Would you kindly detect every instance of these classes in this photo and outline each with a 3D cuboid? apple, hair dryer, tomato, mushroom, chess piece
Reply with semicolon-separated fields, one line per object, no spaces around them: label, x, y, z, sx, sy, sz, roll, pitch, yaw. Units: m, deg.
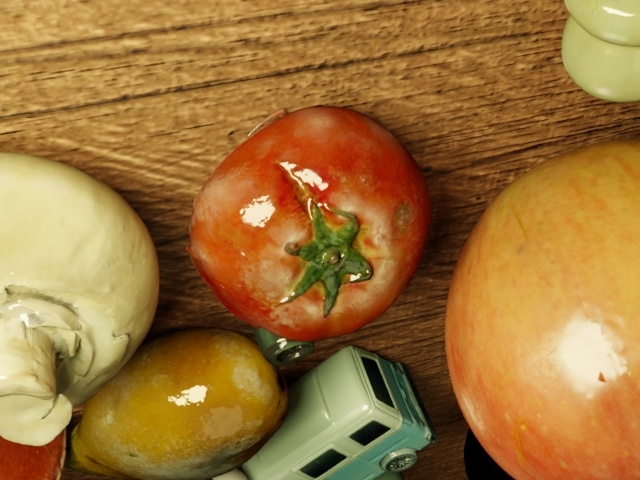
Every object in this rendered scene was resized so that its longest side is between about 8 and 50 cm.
apple;0.302;0.074;0.729;0.364;0.363;0.363;-13;141;-11
hair dryer;-0.030;0.096;0.803;0.057;0.100;0.197;-24;157;4
tomato;0.003;0.000;0.634;0.225;0.085;0.224;-11;119;-20
mushroom;-0.239;0.055;0.558;0.246;0.202;0.246;-17;134;-18
chess piece;0.241;-0.204;0.533;0.145;0.144;0.251;-21;147;0

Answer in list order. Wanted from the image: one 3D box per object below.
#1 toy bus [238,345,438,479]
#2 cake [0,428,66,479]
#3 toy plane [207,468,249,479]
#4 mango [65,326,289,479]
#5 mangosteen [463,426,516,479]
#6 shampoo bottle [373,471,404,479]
toy bus;-0.007;0.263;0.968;0.271;0.133;0.165;-39;134;17
cake;-0.405;0.239;0.729;0.158;0.159;0.262;-34;139;20
toy plane;-0.154;0.302;0.917;0.174;0.174;0.080;-39;145;21
mango;-0.168;0.200;0.809;0.316;0.146;0.193;-34;137;31
mangosteen;0.338;0.352;1.164;0.243;0.242;0.242;-13;141;-11
shampoo bottle;-0.031;0.436;1.145;0.350;0.151;0.222;-27;146;6
